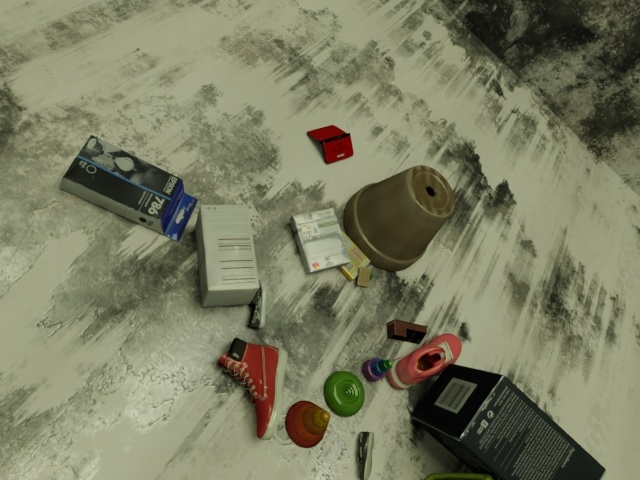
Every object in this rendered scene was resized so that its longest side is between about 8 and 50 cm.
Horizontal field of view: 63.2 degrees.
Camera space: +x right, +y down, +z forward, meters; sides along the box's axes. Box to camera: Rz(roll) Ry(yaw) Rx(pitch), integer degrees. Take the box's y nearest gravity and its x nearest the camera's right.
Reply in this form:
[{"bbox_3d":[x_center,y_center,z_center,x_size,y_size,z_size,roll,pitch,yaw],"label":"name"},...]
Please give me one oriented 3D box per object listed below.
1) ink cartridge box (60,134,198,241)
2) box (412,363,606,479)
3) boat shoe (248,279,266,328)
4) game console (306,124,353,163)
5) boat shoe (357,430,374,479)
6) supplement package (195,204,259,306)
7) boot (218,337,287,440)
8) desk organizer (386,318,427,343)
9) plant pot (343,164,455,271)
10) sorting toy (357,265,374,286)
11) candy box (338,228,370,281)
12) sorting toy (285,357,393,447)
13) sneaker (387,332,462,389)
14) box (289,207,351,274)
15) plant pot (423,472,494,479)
[{"bbox_3d":[-0.501,-0.140,1.413,0.333,0.065,0.165,26,53,-18],"label":"ink cartridge box"},{"bbox_3d":[0.508,0.560,1.451,0.395,0.293,0.212,42,75,-5],"label":"box"},{"bbox_3d":[-0.177,0.174,1.444,0.040,0.049,0.142,10,62,-26],"label":"boat shoe"},{"bbox_3d":[0.037,-0.350,1.889,0.144,0.085,0.124,-24,110,-38],"label":"game console"},{"bbox_3d":[0.119,0.579,1.405,0.046,0.038,0.125,54,39,-54],"label":"boat shoe"},{"bbox_3d":[-0.256,0.042,1.403,0.134,0.139,0.244,-2,66,-21],"label":"supplement package"},{"bbox_3d":[-0.183,0.369,1.310,0.176,0.088,0.244,19,48,-21],"label":"boot"},{"bbox_3d":[0.276,0.291,1.656,0.130,0.047,0.050,15,60,-24],"label":"desk organizer"},{"bbox_3d":[0.281,-0.096,1.726,0.323,0.280,0.323,14,59,-24],"label":"plant pot"},{"bbox_3d":[0.147,0.119,1.684,0.083,0.012,0.062,16,78,-46],"label":"sorting toy"},{"bbox_3d":[0.061,0.025,1.685,0.206,0.027,0.105,48,50,0],"label":"candy box"},{"bbox_3d":[0.075,0.417,1.413,0.366,0.126,0.127,-27,80,-38],"label":"sorting toy"},{"bbox_3d":[0.355,0.367,1.603,0.314,0.136,0.115,-18,76,-37],"label":"sneaker"},{"bbox_3d":[0.000,0.000,1.625,0.145,0.038,0.186,-13,77,-23],"label":"box"},{"bbox_3d":[0.343,0.751,1.332,0.227,0.228,0.207,-21,82,-38],"label":"plant pot"}]
